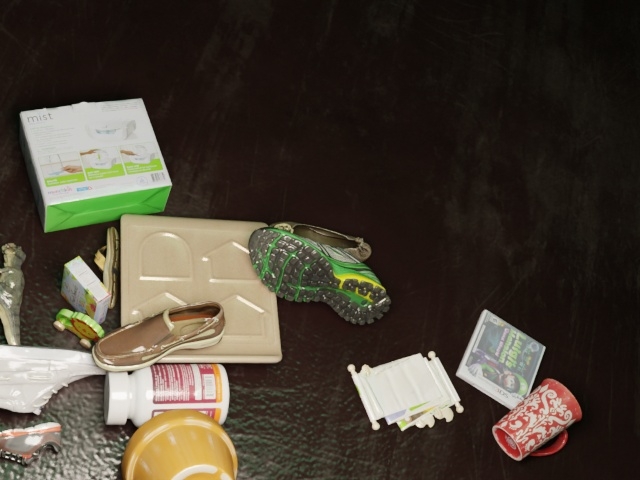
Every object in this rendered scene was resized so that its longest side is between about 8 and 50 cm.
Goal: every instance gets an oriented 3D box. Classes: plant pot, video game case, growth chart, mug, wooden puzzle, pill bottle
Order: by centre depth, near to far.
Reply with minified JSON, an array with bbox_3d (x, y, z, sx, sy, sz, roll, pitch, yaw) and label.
[{"bbox_3d":[-0.231,0.419,1.455,0.205,0.188,0.205,-2,96,-20],"label":"plant pot"},{"bbox_3d":[-0.293,0.296,1.585,0.221,0.121,0.121,3,62,-20],"label":"pill bottle"},{"bbox_3d":[-0.254,0.106,1.736,0.322,0.080,0.347,3,57,-20],"label":"wooden puzzle"},{"bbox_3d":[0.190,0.330,1.813,0.237,0.021,0.171,-8,66,-25],"label":"growth chart"},{"bbox_3d":[0.479,0.410,1.821,0.169,0.113,0.150,-31,86,-20],"label":"mug"},{"bbox_3d":[0.420,0.278,1.930,0.173,0.022,0.190,32,56,-2],"label":"video game case"}]

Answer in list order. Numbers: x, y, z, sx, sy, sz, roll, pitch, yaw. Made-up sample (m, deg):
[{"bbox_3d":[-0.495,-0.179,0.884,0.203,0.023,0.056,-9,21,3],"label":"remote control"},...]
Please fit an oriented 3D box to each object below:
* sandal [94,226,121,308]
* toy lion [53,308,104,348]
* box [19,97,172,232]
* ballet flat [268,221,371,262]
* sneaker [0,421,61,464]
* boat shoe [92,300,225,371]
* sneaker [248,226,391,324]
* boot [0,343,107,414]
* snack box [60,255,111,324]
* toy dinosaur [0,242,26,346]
[{"bbox_3d":[-0.438,0.053,1.703,0.049,0.072,0.180,-2,66,2],"label":"sandal"},{"bbox_3d":[-0.463,0.164,1.606,0.100,0.096,0.034,34,56,-1],"label":"toy lion"},{"bbox_3d":[-0.478,-0.165,1.762,0.262,0.126,0.231,-13,68,-26],"label":"box"},{"bbox_3d":[0.000,0.000,1.898,0.250,0.058,0.084,14,58,-14],"label":"ballet flat"},{"bbox_3d":[-0.539,0.371,1.488,0.158,0.061,0.064,-9,73,-24],"label":"sneaker"},{"bbox_3d":[-0.299,0.166,1.562,0.258,0.095,0.095,-16,55,-31],"label":"boat shoe"},{"bbox_3d":[-0.013,0.064,1.800,0.344,0.134,0.146,30,20,-28],"label":"sneaker"},{"bbox_3d":[-0.511,0.262,1.552,0.258,0.095,0.123,8,83,-25],"label":"boot"},{"bbox_3d":[-0.456,0.103,1.615,0.037,0.141,0.100,-36,80,-32],"label":"snack box"},{"bbox_3d":[-0.621,0.117,1.595,0.118,0.064,0.268,2,65,-28],"label":"toy dinosaur"}]
